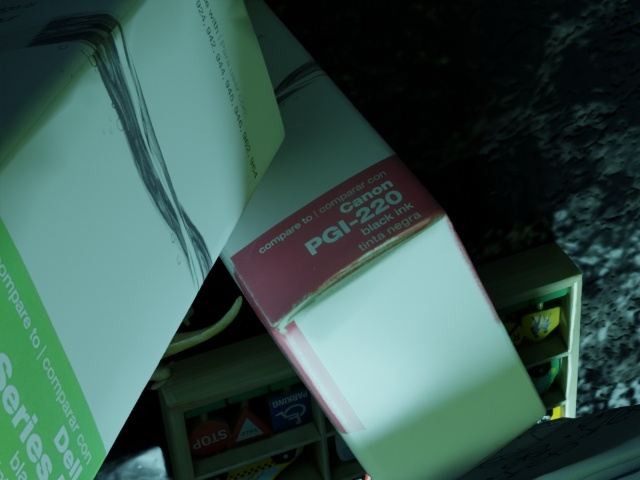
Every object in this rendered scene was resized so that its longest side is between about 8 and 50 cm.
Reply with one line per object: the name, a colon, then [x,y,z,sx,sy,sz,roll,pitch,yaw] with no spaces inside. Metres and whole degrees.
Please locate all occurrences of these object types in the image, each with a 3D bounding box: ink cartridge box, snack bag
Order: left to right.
ink cartridge box: [-0.151,-0.005,0.561,0.198,0.273,0.115,-6,121,23]
ink cartridge box: [0.000,0.000,0.738,0.092,0.218,0.158,-35,133,-4]
snack bag: [0.034,0.157,0.818,0.342,0.037,0.323,-21,175,-11]

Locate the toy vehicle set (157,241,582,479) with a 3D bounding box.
toy vehicle set: [0.036,0.110,0.967,0.267,0.035,0.166,-17,132,-12]

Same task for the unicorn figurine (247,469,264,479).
unicorn figurine: [-0.128,0.173,0.895,0.162,0.060,0.111,11,148,-26]

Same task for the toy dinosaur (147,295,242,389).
toy dinosaur: [-0.104,0.056,0.801,0.183,0.053,0.092,-4,179,25]
